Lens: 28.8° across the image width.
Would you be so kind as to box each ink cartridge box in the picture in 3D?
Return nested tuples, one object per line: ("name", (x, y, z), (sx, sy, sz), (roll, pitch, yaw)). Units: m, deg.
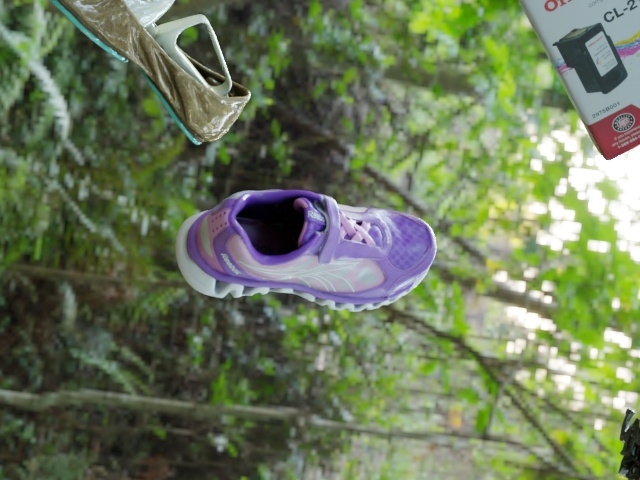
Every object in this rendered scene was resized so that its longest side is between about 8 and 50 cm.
("ink cartridge box", (0.266, -0.180, 1.108), (0.175, 0.127, 0.072), (56, 13, -22))

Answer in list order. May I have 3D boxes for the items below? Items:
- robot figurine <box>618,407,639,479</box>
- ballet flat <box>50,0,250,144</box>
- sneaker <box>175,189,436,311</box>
("robot figurine", (0.375, 0.153, 1.177), (0.211, 0.085, 0.291), (-32, -144, 65))
("ballet flat", (-0.207, -0.260, 1.596), (0.342, 0.124, 0.116), (46, 14, -36))
("sneaker", (0.000, 0.000, 1.074), (0.104, 0.236, 0.095), (129, -42, -57))
